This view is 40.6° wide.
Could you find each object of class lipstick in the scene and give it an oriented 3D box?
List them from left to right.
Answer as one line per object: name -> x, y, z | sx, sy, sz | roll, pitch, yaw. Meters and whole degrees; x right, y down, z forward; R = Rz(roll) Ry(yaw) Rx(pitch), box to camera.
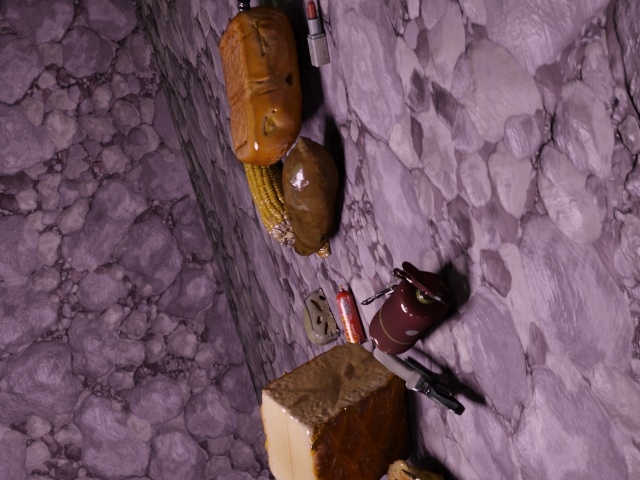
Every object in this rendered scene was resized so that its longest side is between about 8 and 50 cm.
lipstick -> -0.009, -0.413, 1.715 | 0.030, 0.030, 0.129 | -137, 34, -60

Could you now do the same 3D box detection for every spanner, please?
spanner -> 0.192, 0.269, 1.642 | 0.040, 0.096, 0.325 | -61, 20, 0

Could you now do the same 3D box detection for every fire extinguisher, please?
fire extinguisher -> 0.152, 0.117, 1.548 | 0.141, 0.105, 0.341 | 25, 159, 2

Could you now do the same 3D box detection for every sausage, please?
sausage -> 0.069, 0.175, 2.032 | 0.050, 0.048, 0.145 | 159, 96, -69

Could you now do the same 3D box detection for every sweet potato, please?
sweet potato -> -0.023, -0.075, 1.937 | 0.422, 0.130, 0.130 | 91, 156, -55

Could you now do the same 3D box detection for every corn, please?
corn -> -0.126, -0.120, 2.263 | 0.115, 0.115, 0.318 | 95, 153, -53

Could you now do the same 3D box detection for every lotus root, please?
lotus root -> -0.010, 0.223, 2.290 | 0.144, 0.070, 0.143 | 98, 151, -56

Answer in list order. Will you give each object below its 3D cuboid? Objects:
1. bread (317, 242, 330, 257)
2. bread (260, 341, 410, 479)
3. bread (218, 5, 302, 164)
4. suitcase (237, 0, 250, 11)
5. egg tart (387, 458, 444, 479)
bread -> 0.000, 0.000, 2.100 | 0.049, 0.034, 0.088 | 35, 139, 56
bread -> 0.035, 0.403, 1.889 | 0.207, 0.279, 0.279 | 28, 137, 44
bread -> -0.122, -0.329, 1.910 | 0.337, 0.148, 0.328 | 174, 87, -78
suitcase -> -0.143, -0.654, 1.696 | 0.229, 0.152, 0.335 | 100, 149, -56
egg tart -> 0.232, 0.564, 1.784 | 0.291, 0.107, 0.290 | 158, 90, -76
